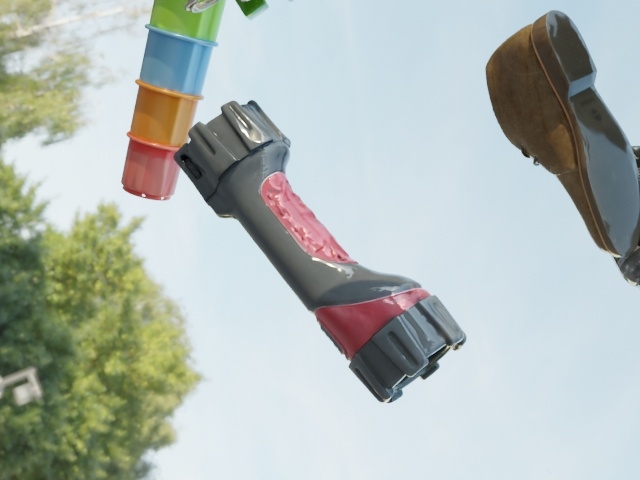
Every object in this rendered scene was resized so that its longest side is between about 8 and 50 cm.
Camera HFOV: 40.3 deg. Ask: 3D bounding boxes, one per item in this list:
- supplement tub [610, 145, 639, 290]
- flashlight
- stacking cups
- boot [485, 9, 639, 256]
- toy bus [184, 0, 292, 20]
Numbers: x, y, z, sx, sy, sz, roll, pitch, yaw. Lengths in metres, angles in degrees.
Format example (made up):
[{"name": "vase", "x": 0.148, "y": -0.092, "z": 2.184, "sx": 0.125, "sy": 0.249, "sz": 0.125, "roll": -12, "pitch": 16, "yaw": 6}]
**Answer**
[{"name": "supplement tub", "x": 0.426, "y": -0.020, "z": 1.142, "sx": 0.117, "sy": 0.117, "sz": 0.190, "roll": 107, "pitch": -29, "yaw": -55}, {"name": "flashlight", "x": 0.000, "y": 0.000, "z": 0.788, "sx": 0.304, "sy": 0.103, "sz": 0.103, "roll": 52, "pitch": -52, "yaw": 17}, {"name": "stacking cups", "x": -0.156, "y": -0.201, "z": 0.986, "sx": 0.096, "sy": 0.096, "sz": 0.316, "roll": 34, "pitch": -64, "yaw": 52}, {"name": "boot", "x": 0.300, "y": -0.117, "z": 1.073, "sx": 0.115, "sy": 0.112, "sz": 0.305, "roll": -23, "pitch": -95, "yaw": 45}, {"name": "toy bus", "x": -0.045, "y": -0.308, "z": 0.818, "sx": 0.191, "sy": 0.202, "sz": 0.104, "roll": -33, "pitch": -91, "yaw": 22}]
